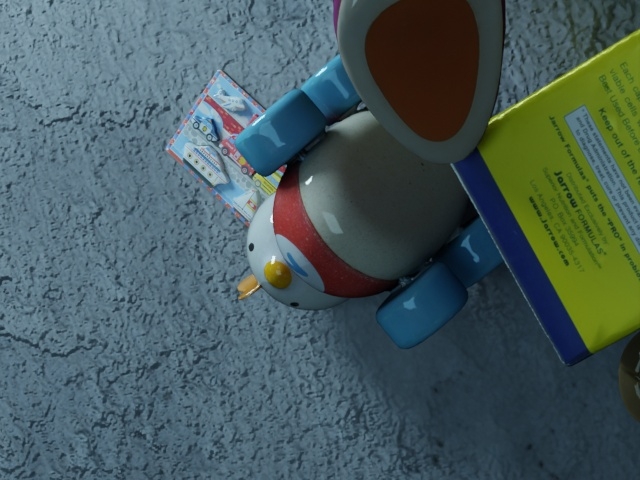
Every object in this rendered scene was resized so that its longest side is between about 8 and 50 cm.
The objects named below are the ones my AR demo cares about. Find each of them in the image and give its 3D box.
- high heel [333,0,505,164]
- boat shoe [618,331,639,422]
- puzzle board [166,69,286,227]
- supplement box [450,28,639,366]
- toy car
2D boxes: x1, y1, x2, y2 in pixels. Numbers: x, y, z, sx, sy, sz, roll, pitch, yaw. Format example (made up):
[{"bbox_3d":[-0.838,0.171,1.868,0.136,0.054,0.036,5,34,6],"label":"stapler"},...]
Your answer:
[{"bbox_3d":[0.057,-0.249,1.442,0.127,0.181,0.377,-9,117,5],"label":"high heel"},{"bbox_3d":[0.407,0.107,1.519,0.341,0.110,0.122,6,92,24],"label":"boat shoe"},{"bbox_3d":[-0.072,-0.077,1.782,0.128,0.011,0.096,43,114,15],"label":"puzzle board"},{"bbox_3d":[0.311,-0.083,1.485,0.356,0.194,0.195,-31,85,27],"label":"supplement box"},{"bbox_3d":[0.000,0.000,1.666,0.219,0.210,0.238,50,129,-2],"label":"toy car"}]
